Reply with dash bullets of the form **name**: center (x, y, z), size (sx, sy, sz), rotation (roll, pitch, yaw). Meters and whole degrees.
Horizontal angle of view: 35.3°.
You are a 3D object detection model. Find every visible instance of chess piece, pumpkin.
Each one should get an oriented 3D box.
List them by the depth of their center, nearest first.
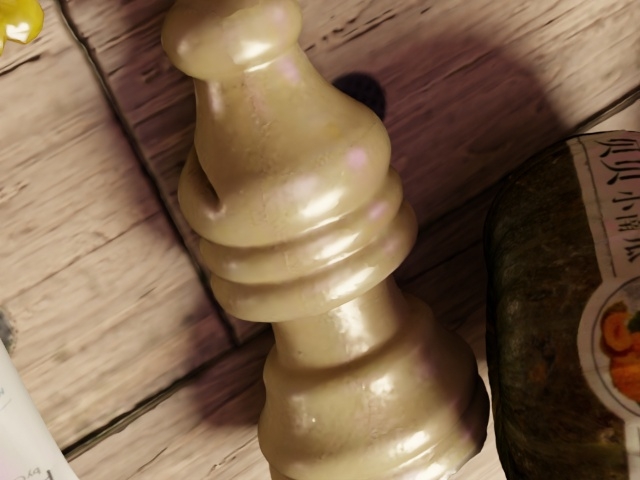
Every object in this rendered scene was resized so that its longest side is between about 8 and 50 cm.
- **chess piece**: center (0.000, 0.000, 0.560), size (0.139, 0.124, 0.307), rotation (-12, 119, 9)
- **pumpkin**: center (0.197, 0.067, 0.609), size (0.189, 0.260, 0.260), rotation (-3, 118, 5)

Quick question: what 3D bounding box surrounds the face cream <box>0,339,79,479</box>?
- **face cream**: center (-0.190, 0.082, 0.517), size (0.092, 0.058, 0.243), rotation (-27, 129, -23)

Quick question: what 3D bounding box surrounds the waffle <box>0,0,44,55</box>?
- **waffle**: center (-0.149, -0.154, 0.226), size (0.260, 0.069, 0.292), rotation (-32, 124, -30)
